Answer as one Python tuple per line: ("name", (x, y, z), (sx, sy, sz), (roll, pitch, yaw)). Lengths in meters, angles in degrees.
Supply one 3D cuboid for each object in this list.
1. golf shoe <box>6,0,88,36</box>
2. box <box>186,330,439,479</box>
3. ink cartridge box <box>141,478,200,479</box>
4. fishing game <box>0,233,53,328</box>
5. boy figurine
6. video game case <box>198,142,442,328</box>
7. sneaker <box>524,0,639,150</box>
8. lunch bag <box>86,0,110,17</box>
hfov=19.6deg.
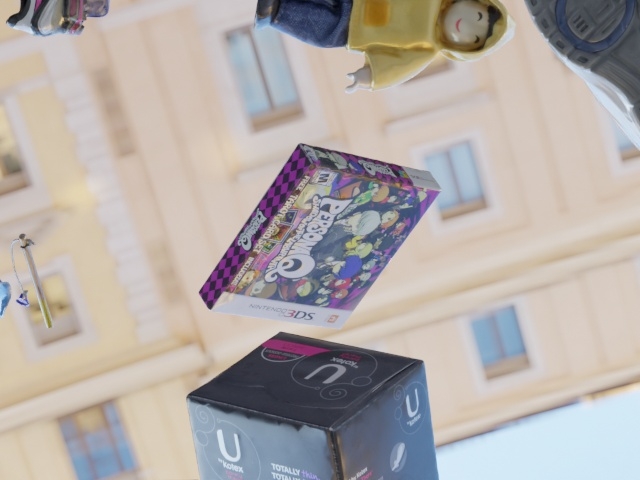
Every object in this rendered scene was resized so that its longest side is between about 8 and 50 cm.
("golf shoe", (-0.280, -0.299, 1.864), (0.086, 0.186, 0.067), (-2, 177, -18))
("box", (0.004, 0.237, 1.625), (0.165, 0.270, 0.143), (10, -152, 36))
("ink cartridge box", (-0.224, 0.389, 1.882), (0.207, 0.283, 0.117), (-5, 177, 22))
("fishing game", (-0.388, 0.030, 1.786), (0.264, 0.189, 0.041), (13, -129, 11))
("boy figurine", (0.070, -0.241, 2.012), (0.285, 0.177, 0.092), (13, 178, -2))
("video game case", (0.000, 0.000, 2.149), (0.210, 0.232, 0.042), (11, -145, -42))
("sneaker", (0.265, -0.156, 1.639), (0.111, 0.297, 0.129), (-35, 177, -5))
("lunch bag", (-0.332, -0.345, 2.496), (0.098, 0.067, 0.065), (2, -134, -8))
